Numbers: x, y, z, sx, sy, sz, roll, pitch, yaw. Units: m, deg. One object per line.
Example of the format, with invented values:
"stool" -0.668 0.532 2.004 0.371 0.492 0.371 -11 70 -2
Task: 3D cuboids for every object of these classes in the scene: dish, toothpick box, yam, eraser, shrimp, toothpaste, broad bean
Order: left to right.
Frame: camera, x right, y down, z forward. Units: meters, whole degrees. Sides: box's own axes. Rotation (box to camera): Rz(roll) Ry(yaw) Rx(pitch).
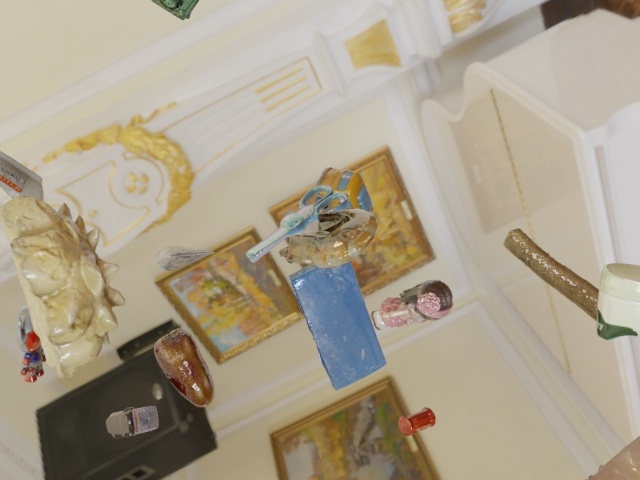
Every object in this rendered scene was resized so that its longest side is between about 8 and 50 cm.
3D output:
"dish" -0.676 -0.148 1.285 0.151 0.077 0.212 21 165 44
"toothpaste" -0.390 0.045 1.695 0.299 0.114 0.073 -9 84 63
"broad bean" -0.270 0.262 1.252 0.165 0.084 0.114 60 173 -4
"shrimp" 0.011 -0.013 1.143 0.059 0.145 0.254 47 158 -23
"eraser" 0.044 0.188 1.408 0.042 0.144 0.311 40 152 65
"toothpick box" 0.220 0.417 1.416 0.047 0.083 0.047 15 108 52
"yam" 0.537 0.080 1.378 0.300 0.066 0.066 41 177 12

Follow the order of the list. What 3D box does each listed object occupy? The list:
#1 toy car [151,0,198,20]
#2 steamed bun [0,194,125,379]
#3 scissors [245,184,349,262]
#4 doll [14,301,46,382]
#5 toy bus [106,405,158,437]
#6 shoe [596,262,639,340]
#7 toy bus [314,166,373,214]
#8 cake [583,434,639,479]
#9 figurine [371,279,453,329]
"toy car" -0.419 -0.648 1.412 0.321 0.141 0.097 30 163 -26
"steamed bun" -0.389 0.056 0.944 0.292 0.137 0.295 54 150 26
"scissors" -0.056 -0.036 1.351 0.125 0.256 0.030 29 151 49
"doll" -0.619 0.209 1.325 0.104 0.062 0.194 -27 -53 -60
"toy bus" -0.395 0.379 1.294 0.172 0.072 0.057 -27 71 53
"shoe" 0.496 0.108 0.805 0.095 0.265 0.110 -39 -39 -63
"toy bus" 0.080 -0.114 1.839 0.126 0.136 0.209 -63 -38 -35
"cake" 0.555 0.440 0.975 0.230 0.237 0.309 55 -176 37
"figurine" 0.121 0.089 0.839 0.072 0.129 0.054 -4 -103 -43
